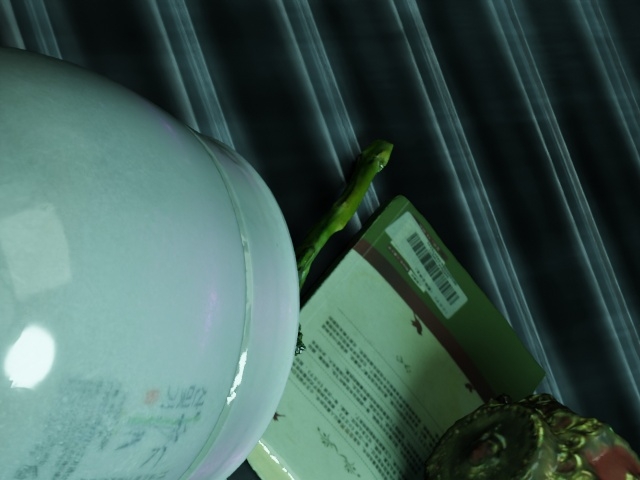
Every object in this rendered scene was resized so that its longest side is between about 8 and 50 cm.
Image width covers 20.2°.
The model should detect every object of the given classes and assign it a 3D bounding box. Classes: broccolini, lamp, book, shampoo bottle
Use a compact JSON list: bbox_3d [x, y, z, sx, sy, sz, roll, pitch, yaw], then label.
[{"bbox_3d":[-0.007,0.001,1.339,0.071,0.057,0.254,67,31,-21],"label":"broccolini"},{"bbox_3d":[0.181,0.234,1.274,0.274,0.177,0.177,53,42,-30],"label":"lamp"},{"bbox_3d":[0.054,0.112,1.342,0.201,0.026,0.289,52,44,-9],"label":"book"},{"bbox_3d":[-0.172,0.032,0.992,0.266,0.273,0.273,8,64,-50],"label":"shampoo bottle"}]
